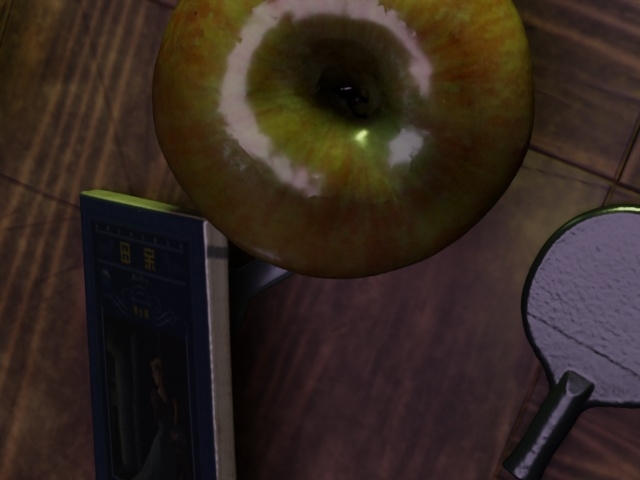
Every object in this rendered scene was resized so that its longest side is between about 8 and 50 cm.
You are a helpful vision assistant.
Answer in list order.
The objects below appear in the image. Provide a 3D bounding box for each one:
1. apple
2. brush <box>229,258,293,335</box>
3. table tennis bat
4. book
[{"bbox_3d":[0.016,-0.104,1.082,0.264,0.264,0.264,3,102,16],"label":"apple"},{"bbox_3d":[0.000,0.000,1.212,0.266,0.027,0.062,-29,92,15],"label":"brush"},{"bbox_3d":[0.206,0.083,1.165,0.150,0.027,0.236,31,106,8],"label":"table tennis bat"},{"bbox_3d":[-0.127,0.103,1.211,0.191,0.025,0.269,13,108,51],"label":"book"}]
